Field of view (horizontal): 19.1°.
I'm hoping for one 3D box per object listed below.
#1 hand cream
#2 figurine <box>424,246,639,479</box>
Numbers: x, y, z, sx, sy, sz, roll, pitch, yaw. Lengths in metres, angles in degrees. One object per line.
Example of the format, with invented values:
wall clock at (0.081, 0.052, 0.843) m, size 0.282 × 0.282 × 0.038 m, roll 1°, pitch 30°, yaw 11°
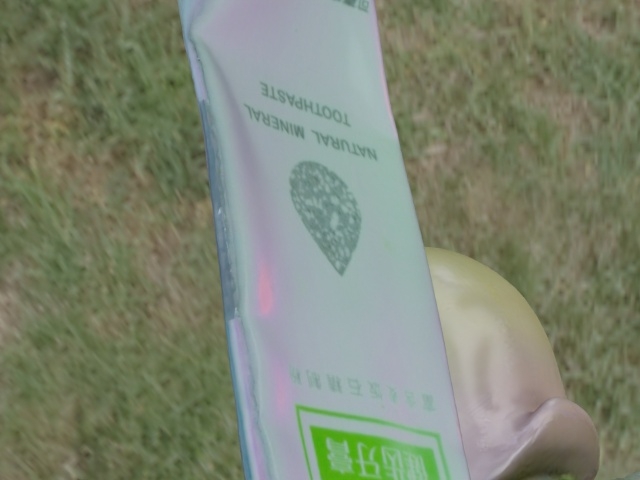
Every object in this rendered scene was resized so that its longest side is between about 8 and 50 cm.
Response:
hand cream at (-0.001, 0.000, 0.480) m, size 0.079 × 0.050 × 0.275 m, roll 0°, pitch 64°, yaw -23°
figurine at (0.114, 0.126, 0.738) m, size 0.394 × 0.226 × 0.274 m, roll 54°, pitch 125°, yaw 35°
